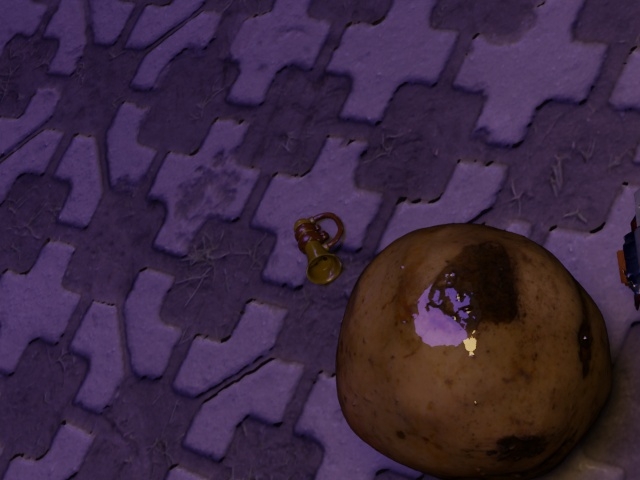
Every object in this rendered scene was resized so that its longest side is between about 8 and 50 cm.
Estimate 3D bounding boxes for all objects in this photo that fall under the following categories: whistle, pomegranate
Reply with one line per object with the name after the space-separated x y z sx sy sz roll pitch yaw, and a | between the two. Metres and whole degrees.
-0.003 -0.001 1.874 0.057 0.046 0.109 -51 34 25 | whistle
0.146 0.112 1.492 0.281 0.281 0.281 -22 50 30 | pomegranate

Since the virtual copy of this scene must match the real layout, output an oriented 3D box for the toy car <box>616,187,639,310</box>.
0.424 -0.015 1.447 0.301 0.118 0.193 -22 53 32 | toy car
